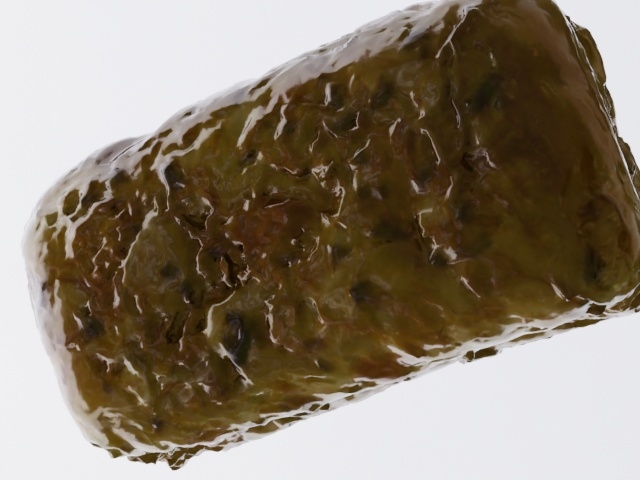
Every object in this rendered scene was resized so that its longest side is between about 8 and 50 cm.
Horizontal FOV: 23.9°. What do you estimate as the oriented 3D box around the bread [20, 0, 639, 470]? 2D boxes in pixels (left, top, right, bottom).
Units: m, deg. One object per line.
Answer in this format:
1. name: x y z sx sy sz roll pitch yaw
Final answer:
1. bread: 0.000 0.000 0.488 0.083 0.211 0.114 4 -115 -60
